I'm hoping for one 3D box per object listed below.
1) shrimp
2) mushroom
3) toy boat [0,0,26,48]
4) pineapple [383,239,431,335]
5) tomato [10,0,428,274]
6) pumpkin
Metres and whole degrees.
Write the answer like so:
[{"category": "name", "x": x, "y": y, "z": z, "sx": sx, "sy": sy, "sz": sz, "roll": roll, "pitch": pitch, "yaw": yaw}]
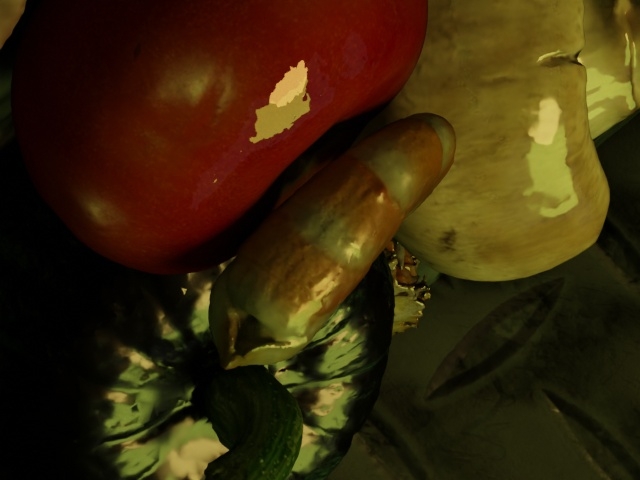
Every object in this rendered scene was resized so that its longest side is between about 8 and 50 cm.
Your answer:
[{"category": "shrimp", "x": 0.000, "y": 0.007, "z": 0.897, "sx": 0.161, "sy": 0.049, "sz": 0.166, "roll": -48, "pitch": 176, "yaw": -17}, {"category": "mushroom", "x": 0.096, "y": -0.122, "z": 1.011, "sx": 0.195, "sy": 0.254, "sz": 0.189, "roll": -5, "pitch": 149, "yaw": 21}, {"category": "toy boat", "x": -0.150, "y": -0.097, "z": 0.521, "sx": 0.155, "sy": 0.085, "sz": 0.227, "roll": -13, "pitch": 153, "yaw": -29}, {"category": "pineapple", "x": -0.003, "y": -0.001, "z": 1.536, "sx": 0.161, "sy": 0.137, "sz": 0.176, "roll": 8, "pitch": 153, "yaw": -21}, {"category": "tomato", "x": -0.047, "y": -0.079, "z": 0.869, "sx": 0.195, "sy": 0.136, "sz": 0.195, "roll": -43, "pitch": 171, "yaw": -8}, {"category": "pumpkin", "x": -0.066, "y": 0.063, "z": 1.027, "sx": 0.248, "sy": 0.248, "sz": 0.248, "roll": -41, "pitch": 172, "yaw": -7}]
